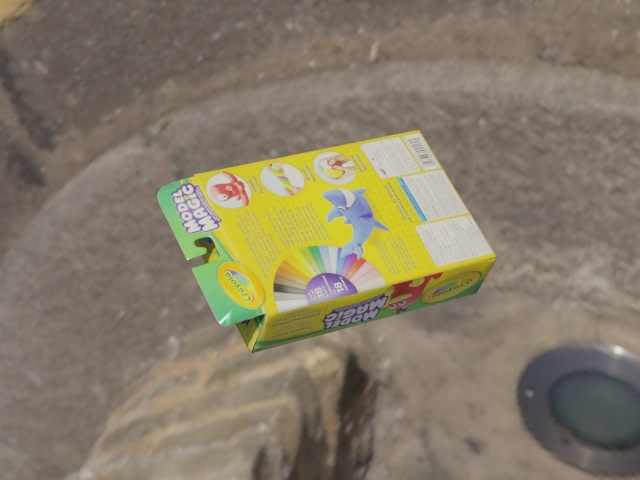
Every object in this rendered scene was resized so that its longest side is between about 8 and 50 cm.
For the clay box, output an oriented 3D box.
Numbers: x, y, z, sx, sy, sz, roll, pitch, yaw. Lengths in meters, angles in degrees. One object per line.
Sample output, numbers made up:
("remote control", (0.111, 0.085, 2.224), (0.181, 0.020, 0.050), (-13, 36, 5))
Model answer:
("clay box", (0.000, 0.000, 1.084), (0.127, 0.222, 0.053), (61, 150, 28))
